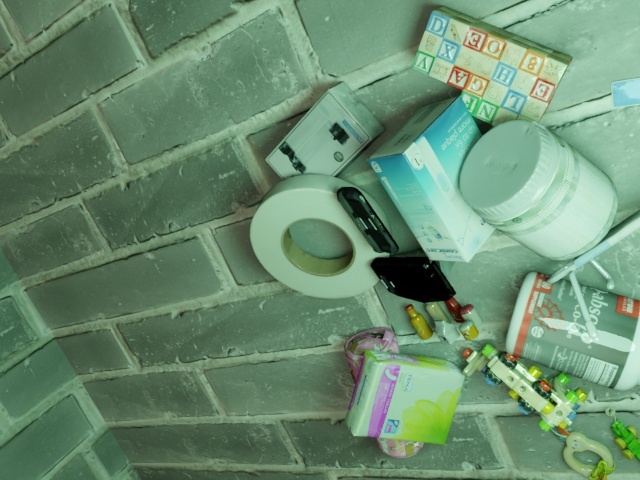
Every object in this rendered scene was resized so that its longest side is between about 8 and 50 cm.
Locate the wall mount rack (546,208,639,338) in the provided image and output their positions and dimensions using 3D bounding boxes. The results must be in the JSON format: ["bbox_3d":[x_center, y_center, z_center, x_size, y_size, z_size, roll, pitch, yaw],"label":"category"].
[{"bbox_3d":[0.621,0.043,1.211,0.130,0.304,0.350,51,126,10],"label":"wall mount rack"}]

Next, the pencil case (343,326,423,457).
[{"bbox_3d":[0.197,0.447,1.785,0.167,0.160,0.386,-24,107,-9],"label":"pencil case"}]

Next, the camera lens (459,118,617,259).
[{"bbox_3d":[0.453,-0.098,1.243,0.274,0.219,0.219,26,136,-30],"label":"camera lens"}]

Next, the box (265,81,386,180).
[{"bbox_3d":[0.008,-0.246,1.558,0.169,0.087,0.290,49,129,-2],"label":"box"}]

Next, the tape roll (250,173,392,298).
[{"bbox_3d":[0.000,0.000,1.636,0.392,0.072,0.392,8,131,9],"label":"tape roll"}]

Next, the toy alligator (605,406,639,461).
[{"bbox_3d":[0.773,0.496,1.544,0.190,0.056,0.051,54,169,-6],"label":"toy alligator"}]

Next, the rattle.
[{"bbox_3d":[0.677,0.581,1.593,0.200,0.143,0.130,48,147,-8],"label":"rattle"}]

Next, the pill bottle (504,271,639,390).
[{"bbox_3d":[0.627,0.216,1.373,0.362,0.210,0.210,16,123,21],"label":"pill bottle"}]

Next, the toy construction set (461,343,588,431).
[{"bbox_3d":[0.514,0.355,1.535,0.327,0.215,0.151,27,104,22],"label":"toy construction set"}]

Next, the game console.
[{"bbox_3d":[0.168,0.013,1.466,0.361,0.044,0.213,53,154,-19],"label":"game console"}]

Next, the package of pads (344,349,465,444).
[{"bbox_3d":[0.235,0.427,1.655,0.296,0.101,0.229,13,98,-21],"label":"package of pads"}]

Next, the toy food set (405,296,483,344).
[{"bbox_3d":[0.329,0.197,1.588,0.104,0.111,0.232,56,159,-7],"label":"toy food set"}]

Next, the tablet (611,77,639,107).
[{"bbox_3d":[0.634,-0.300,1.215,0.083,0.006,0.054,-3,114,30],"label":"tablet"}]

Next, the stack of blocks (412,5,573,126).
[{"bbox_3d":[0.355,-0.361,1.292,0.297,0.087,0.171,29,127,14],"label":"stack of blocks"}]

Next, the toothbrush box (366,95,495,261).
[{"bbox_3d":[0.276,-0.130,1.335,0.126,0.216,0.295,3,132,56],"label":"toothbrush box"}]

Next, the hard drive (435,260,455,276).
[{"bbox_3d":[0.309,0.030,1.503,0.022,0.135,0.094,-5,113,31],"label":"hard drive"}]
